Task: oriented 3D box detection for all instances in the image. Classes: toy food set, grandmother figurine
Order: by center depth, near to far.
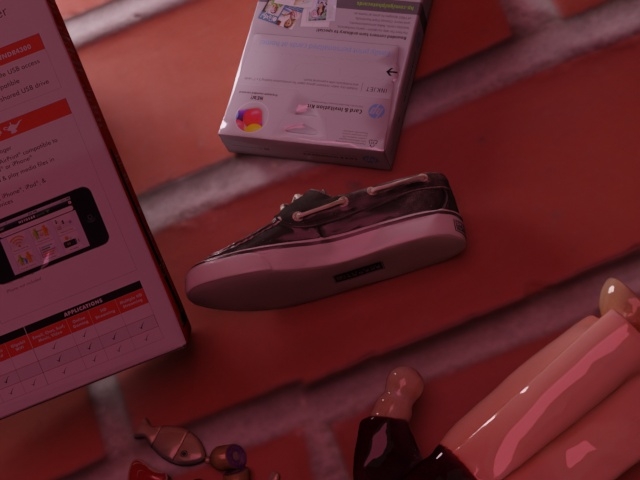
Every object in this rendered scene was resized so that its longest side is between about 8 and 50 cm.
[{"bbox_3d":[0.105,0.170,0.953,0.342,0.104,0.208,-39,55,-8],"label":"grandmother figurine"},{"bbox_3d":[-0.097,0.182,1.039,0.122,0.019,0.078,14,70,19],"label":"toy food set"}]

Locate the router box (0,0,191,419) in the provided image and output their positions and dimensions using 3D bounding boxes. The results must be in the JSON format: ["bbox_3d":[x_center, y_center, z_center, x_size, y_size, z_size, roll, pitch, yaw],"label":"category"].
[{"bbox_3d":[-0.307,-0.002,1.041,0.336,0.082,0.301,-21,96,-2],"label":"router box"}]

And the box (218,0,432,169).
[{"bbox_3d":[0.008,-0.156,1.155,0.145,0.038,0.186,7,67,17],"label":"box"}]

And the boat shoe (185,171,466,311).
[{"bbox_3d":[0.000,0.000,1.070,0.219,0.077,0.070,-13,64,-1],"label":"boat shoe"}]
